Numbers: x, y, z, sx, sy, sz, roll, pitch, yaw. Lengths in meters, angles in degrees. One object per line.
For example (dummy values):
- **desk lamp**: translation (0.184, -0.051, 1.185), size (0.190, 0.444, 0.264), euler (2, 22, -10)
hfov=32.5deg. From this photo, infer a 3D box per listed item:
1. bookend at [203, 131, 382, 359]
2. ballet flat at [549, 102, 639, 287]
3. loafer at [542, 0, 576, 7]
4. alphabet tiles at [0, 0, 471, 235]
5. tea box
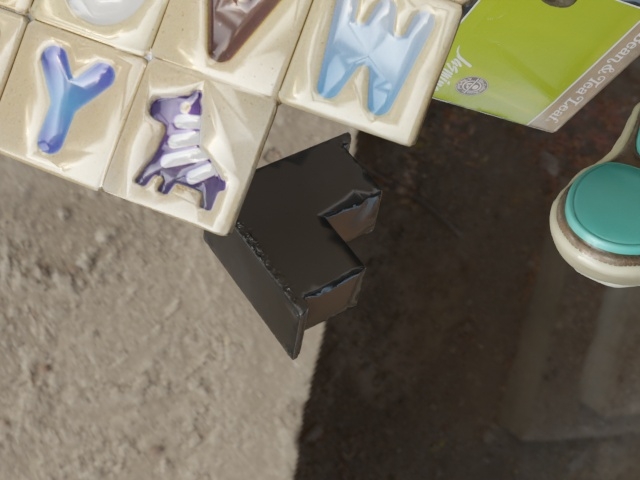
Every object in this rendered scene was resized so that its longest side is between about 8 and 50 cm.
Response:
- **bookend**: translation (0.000, 0.000, 0.993), size (0.157, 0.156, 0.072), euler (-25, 149, -25)
- **ballet flat**: translation (0.197, -0.018, 0.669), size (0.248, 0.086, 0.086), euler (-39, 128, -48)
- **loafer**: translation (0.119, -0.190, 0.629), size (0.050, 0.148, 0.056), euler (-34, 139, 14)
- **alphabet tiles**: translation (-0.054, -0.189, 0.444), size (0.011, 0.285, 0.342), euler (15, 95, -75)
- **tea box**: translation (0.201, -0.319, 1.160), size (0.324, 0.329, 0.219), euler (15, 57, -21)
